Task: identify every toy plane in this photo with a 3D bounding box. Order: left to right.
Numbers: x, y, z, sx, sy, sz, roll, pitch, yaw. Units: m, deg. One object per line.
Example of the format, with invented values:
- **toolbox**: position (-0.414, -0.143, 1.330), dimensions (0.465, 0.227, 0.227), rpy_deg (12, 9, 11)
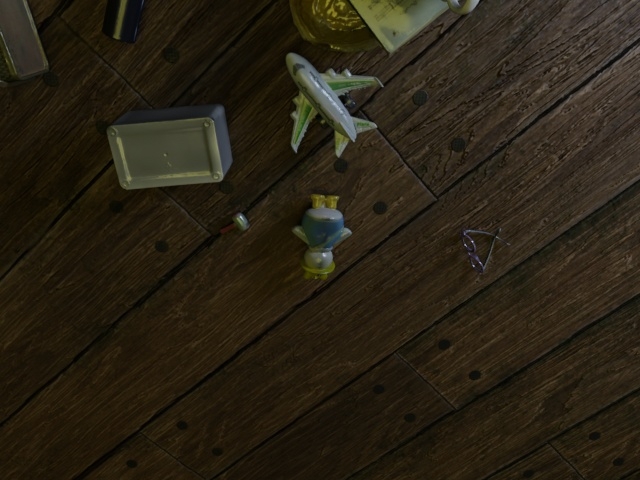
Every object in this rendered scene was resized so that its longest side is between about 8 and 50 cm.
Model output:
- **toy plane**: position (0.007, -0.323, 1.250), dimensions (0.251, 0.101, 0.255), rpy_deg (-36, 106, 16)

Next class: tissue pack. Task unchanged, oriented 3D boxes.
- **tissue pack**: position (-0.346, -0.220, 1.278), dimensions (0.246, 0.136, 0.159), rpy_deg (-4, 116, 1)

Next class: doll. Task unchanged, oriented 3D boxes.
- **doll**: position (-0.001, 0.000, 1.404), dimensions (0.135, 0.099, 0.241), rpy_deg (-14, 124, -38)

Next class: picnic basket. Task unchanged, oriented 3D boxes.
- **picnic basket**: position (-0.706, -0.456, 1.149), dimensions (0.139, 0.165, 0.266), rpy_deg (-8, 116, 3)

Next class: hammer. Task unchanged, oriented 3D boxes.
- **hammer**: position (-0.229, -0.038, 1.424), dimensions (0.083, 0.031, 0.052), rpy_deg (-27, 109, 19)

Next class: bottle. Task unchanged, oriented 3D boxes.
- **bottle**: position (-0.405, -0.551, 1.158), dimensions (0.072, 0.082, 0.244), rpy_deg (-6, 128, -48)

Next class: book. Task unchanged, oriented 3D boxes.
- **book**: position (0.130, -0.554, 1.103), dimensions (0.201, 0.026, 0.289), rpy_deg (-37, 101, 6)

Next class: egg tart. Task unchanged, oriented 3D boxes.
- **egg tart**: position (0.051, -0.512, 1.167), dimensions (0.252, 0.098, 0.232), rpy_deg (38, 106, -12)

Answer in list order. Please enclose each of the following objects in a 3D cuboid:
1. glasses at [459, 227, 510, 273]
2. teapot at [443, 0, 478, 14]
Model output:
- **glasses**: position (0.439, 0.010, 1.449), dimensions (0.104, 0.062, 0.140), rpy_deg (-33, 113, -9)
- **teapot**: position (0.250, -0.569, 1.024), dimensions (0.204, 0.139, 0.298), rpy_deg (-12, 92, -19)
